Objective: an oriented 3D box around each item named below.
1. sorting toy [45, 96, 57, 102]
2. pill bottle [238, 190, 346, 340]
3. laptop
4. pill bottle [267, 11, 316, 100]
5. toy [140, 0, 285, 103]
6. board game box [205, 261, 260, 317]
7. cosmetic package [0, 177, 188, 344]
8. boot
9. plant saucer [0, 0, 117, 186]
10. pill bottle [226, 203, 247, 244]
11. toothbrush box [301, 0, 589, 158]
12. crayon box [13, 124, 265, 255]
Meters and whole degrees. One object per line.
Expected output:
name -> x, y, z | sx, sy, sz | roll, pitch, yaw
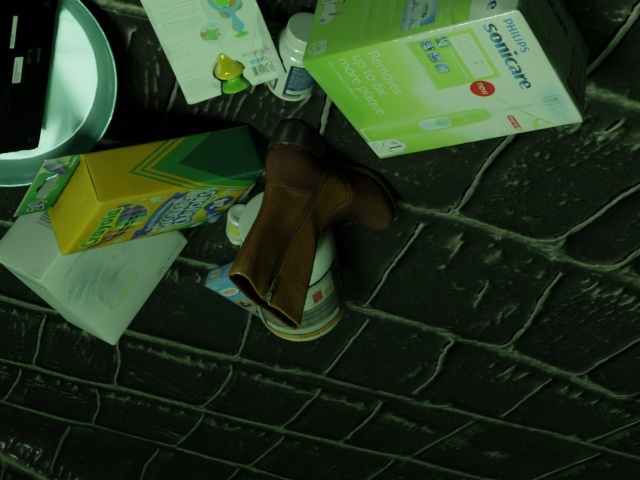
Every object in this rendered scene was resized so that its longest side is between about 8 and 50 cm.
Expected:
sorting toy -> -0.536, -0.273, 1.574 | 0.365, 0.127, 0.126 | 17, 180, -11
pill bottle -> -0.047, 0.041, 1.821 | 0.162, 0.162, 0.278 | 7, 150, 11
laptop -> -0.495, -0.232, 1.411 | 0.136, 0.264, 0.234 | 32, 121, 32
pill bottle -> -0.029, -0.240, 1.425 | 0.067, 0.067, 0.120 | 16, 151, -5
toy -> -0.145, -0.295, 1.367 | 0.136, 0.056, 0.237 | -15, 122, 11
board game box -> -0.087, 0.101, 2.067 | 0.211, 0.039, 0.160 | 32, 145, -31
cosmetic package -> -0.374, 0.012, 1.812 | 0.138, 0.224, 0.225 | 22, 160, 34
boot -> 0.000, 0.000, 1.610 | 0.096, 0.281, 0.264 | -11, 143, 36
plant saucer -> -0.437, -0.225, 1.496 | 0.317, 0.044, 0.318 | -3, 117, -6
pill bottle -> -0.139, -0.025, 1.865 | 0.043, 0.043, 0.083 | 14, 151, -1
toothbrush box -> 0.154, -0.224, 1.328 | 0.283, 0.122, 0.206 | -8, 144, 31
crayon box -> -0.268, -0.069, 1.626 | 0.322, 0.083, 0.203 | -13, 165, -32
